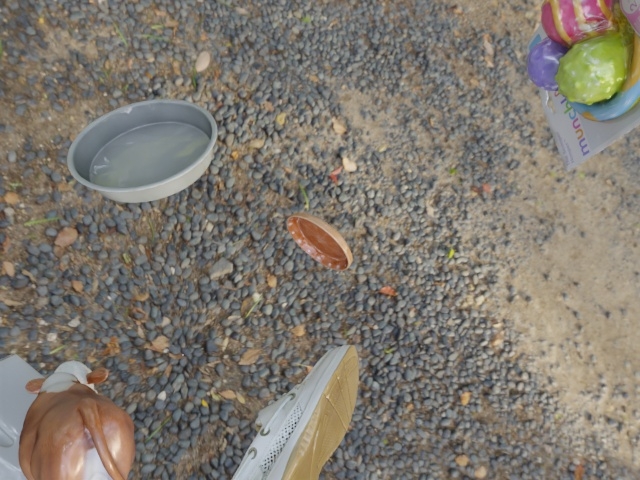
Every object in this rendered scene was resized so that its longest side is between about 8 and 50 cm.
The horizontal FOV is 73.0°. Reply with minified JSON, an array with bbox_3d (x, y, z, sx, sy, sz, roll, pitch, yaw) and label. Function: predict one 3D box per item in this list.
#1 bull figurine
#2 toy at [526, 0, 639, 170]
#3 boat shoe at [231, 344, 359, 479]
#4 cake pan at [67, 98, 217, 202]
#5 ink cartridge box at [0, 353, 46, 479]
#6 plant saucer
[{"bbox_3d":[-0.277,0.239,0.489,0.101,0.310,0.188,-7,83,-33],"label":"bull figurine"},{"bbox_3d":[0.193,-0.148,0.303,0.056,0.237,0.136,-10,79,-2],"label":"toy"},{"bbox_3d":[-0.036,0.222,0.508,0.277,0.096,0.098,-48,132,-49],"label":"boat shoe"},{"bbox_3d":[-0.352,-0.185,0.881,0.294,0.054,0.292,-2,51,2],"label":"cake pan"},{"bbox_3d":[-0.455,0.363,0.648,0.223,0.307,0.129,30,27,16],"label":"ink cartridge box"},{"bbox_3d":[0.000,0.000,0.465,0.083,0.083,0.013,42,67,-3],"label":"plant saucer"}]
